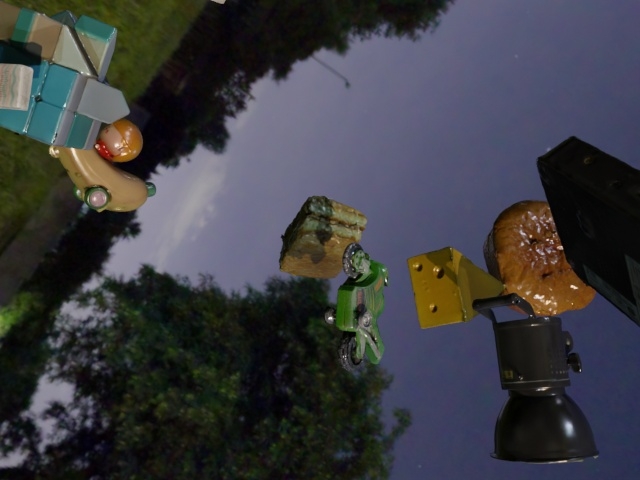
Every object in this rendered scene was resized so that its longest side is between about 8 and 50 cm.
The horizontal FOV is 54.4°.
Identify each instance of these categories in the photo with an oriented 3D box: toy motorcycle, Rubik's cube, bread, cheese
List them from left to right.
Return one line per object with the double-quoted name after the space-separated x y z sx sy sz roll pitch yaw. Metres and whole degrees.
-0.433 -0.269 0.989 0.224 0.265 0.213 -124 -125 -83 "Rubik's cube"
0.000 0.000 1.253 0.196 0.138 0.102 130 -35 -57 "bread"
0.061 0.098 0.938 0.074 0.106 0.190 2 -89 36 "toy motorcycle"
0.247 0.084 1.094 0.093 0.171 0.126 -20 -105 41 "cheese"
0.566 0.046 1.605 0.172 0.312 0.312 118 -4 -69 "bread"

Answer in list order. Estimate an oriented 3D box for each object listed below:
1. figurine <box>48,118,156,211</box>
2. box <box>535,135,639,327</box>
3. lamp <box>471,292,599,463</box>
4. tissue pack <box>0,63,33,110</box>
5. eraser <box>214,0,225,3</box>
-0.540 -0.214 1.561 0.222 0.325 0.124 -36 -147 -19 "figurine"
0.350 0.047 0.591 0.058 0.211 0.350 -36 -142 1 "box"
0.318 0.197 0.913 0.147 0.172 0.227 -20 -111 54 "lamp"
-0.415 -0.194 0.780 0.023 0.108 0.056 10 85 -76 "tissue pack"
-0.248 -0.605 1.436 0.029 0.052 0.122 -38 -125 45 "eraser"
